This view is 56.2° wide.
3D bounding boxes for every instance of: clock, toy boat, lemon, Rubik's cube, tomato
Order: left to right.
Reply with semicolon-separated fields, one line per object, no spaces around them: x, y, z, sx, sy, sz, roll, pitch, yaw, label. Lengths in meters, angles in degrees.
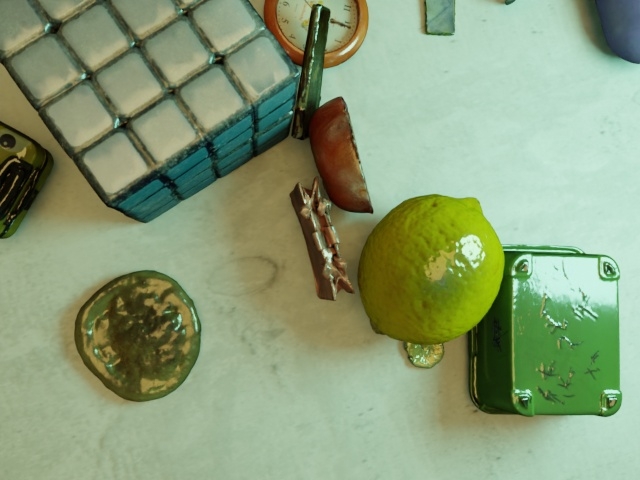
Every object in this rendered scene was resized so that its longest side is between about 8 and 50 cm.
-0.267;-0.259;0.979;0.344;0.337;0.344;-35;91;-5;Rubik's cube
-0.007;-0.432;1.154;0.205;0.051;0.206;0;90;-8;clock
0.034;-0.139;1.073;0.084;0.225;0.225;-15;89;3;tomato
0.191;0.051;1.053;0.267;0.267;0.268;0;87;-6;lemon
0.238;-0.468;1.199;0.063;0.016;0.115;0;88;-6;toy boat

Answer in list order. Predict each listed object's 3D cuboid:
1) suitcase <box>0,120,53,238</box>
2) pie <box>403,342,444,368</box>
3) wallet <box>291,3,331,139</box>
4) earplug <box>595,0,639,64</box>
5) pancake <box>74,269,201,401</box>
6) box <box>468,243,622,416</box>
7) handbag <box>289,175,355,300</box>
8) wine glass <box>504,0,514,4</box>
-0.599;-0.124;1.035;0.234;0.143;0.194;29;84;-3;suitcase
0.203;0.208;1.162;0.084;0.020;0.085;0;90;-5;pie
-0.017;-0.301;1.081;0.031;0.122;0.233;11;109;7;wallet
0.608;-0.568;1.153;0.214;0.215;0.457;-12;92;-6;earplug
-0.335;0.174;1.095;0.241;0.050;0.242;0;86;-6;pancake
0.419;0.170;1.107;0.252;0.178;0.329;1;88;-7;box
0.000;0.000;1.082;0.059;0.157;0.213;-17;90;-7;handbag
0.357;-0.589;1.157;0.156;0.156;0.232;-31;96;-6;wine glass
